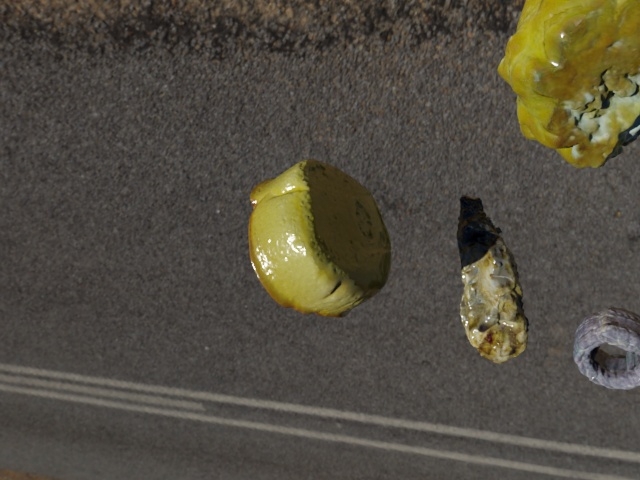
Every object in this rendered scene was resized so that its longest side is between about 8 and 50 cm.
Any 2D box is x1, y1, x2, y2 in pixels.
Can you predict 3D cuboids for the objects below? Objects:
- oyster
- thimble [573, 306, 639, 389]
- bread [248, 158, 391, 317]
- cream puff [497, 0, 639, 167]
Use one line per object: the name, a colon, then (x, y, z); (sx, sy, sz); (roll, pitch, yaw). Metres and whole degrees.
oyster: (0.327, 0.077, 1.181); (0.128, 0.078, 0.345); (-12, 92, 15)
thimble: (0.581, 0.213, 1.177); (0.150, 0.098, 0.150); (14, 124, 22)
bread: (0.000, 0.000, 0.992); (0.148, 0.270, 0.270); (-29, 121, 37)
cream puff: (0.354, -0.232, 0.742); (0.281, 0.185, 0.282); (-3, 130, -4)
